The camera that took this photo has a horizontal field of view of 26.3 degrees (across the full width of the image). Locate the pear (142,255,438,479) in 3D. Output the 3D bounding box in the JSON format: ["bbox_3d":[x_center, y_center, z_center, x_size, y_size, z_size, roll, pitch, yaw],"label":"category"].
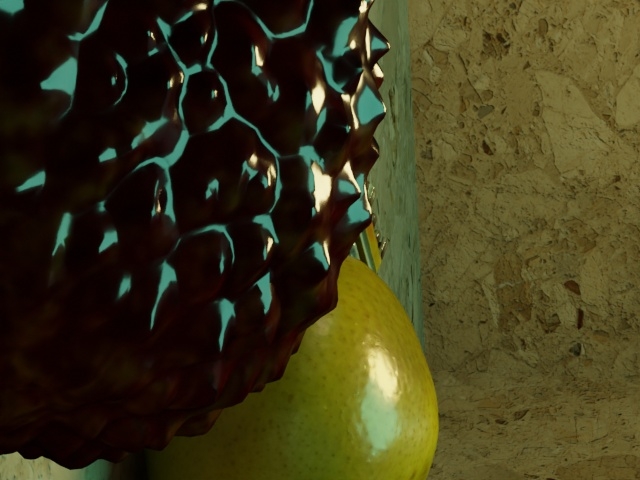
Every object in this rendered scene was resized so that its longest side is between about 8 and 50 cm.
[{"bbox_3d":[-0.039,0.218,1.632,0.362,0.362,0.418,60,49,-69],"label":"pear"}]

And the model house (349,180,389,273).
[{"bbox_3d":[-0.025,0.024,2.045,0.224,0.198,0.215,75,33,-58],"label":"model house"}]

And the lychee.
[{"bbox_3d":[-0.173,-0.056,0.814,0.500,0.424,0.424,-66,174,15],"label":"lychee"}]
